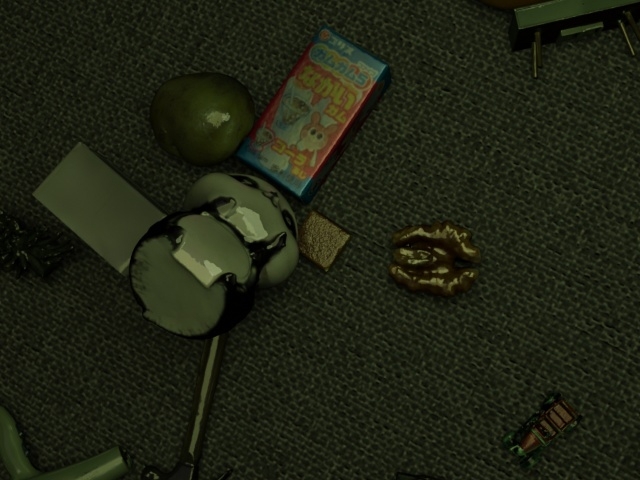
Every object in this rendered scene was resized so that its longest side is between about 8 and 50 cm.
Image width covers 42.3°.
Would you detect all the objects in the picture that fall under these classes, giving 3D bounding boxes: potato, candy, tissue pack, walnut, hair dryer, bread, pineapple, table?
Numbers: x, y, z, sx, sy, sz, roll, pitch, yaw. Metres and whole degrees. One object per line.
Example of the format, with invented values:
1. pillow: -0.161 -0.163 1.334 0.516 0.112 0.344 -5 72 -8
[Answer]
1. potato: -0.234 -0.236 1.572 0.251 0.159 0.174 22 62 36
2. candy: -0.009 -0.239 1.582 0.157 0.100 0.306 34 88 10
3. tissue pack: -0.394 -0.052 1.583 0.246 0.159 0.136 40 89 10
4. walnut: 0.213 0.033 1.538 0.170 0.069 0.143 9 86 10
5. hair dryer: -0.511 0.419 1.588 0.295 0.119 0.298 -8 70 0
6. bread: 0.000 0.000 1.586 0.094 0.035 0.090 34 89 10
7. pineapple: -0.641 -0.006 1.623 0.340 0.169 0.169 9 85 0
8. table: 0.480 -0.381 1.521 0.240 0.121 0.111 -12 82 7

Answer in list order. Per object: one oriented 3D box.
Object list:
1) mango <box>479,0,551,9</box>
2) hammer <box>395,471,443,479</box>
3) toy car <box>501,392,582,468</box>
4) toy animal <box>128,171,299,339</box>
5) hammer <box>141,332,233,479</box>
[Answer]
1. mango: 0.364 -0.517 1.546 0.254 0.139 0.176 -5 71 15
2. hammer: 0.162 0.610 1.497 0.111 0.043 0.366 10 86 8
3. toy car: 0.398 0.342 1.487 0.143 0.054 0.073 -42 80 1
4. toy animal: -0.174 0.012 1.475 0.250 0.310 0.251 16 124 25
5. hammer: -0.221 0.266 1.582 0.168 0.044 0.440 10 85 9
